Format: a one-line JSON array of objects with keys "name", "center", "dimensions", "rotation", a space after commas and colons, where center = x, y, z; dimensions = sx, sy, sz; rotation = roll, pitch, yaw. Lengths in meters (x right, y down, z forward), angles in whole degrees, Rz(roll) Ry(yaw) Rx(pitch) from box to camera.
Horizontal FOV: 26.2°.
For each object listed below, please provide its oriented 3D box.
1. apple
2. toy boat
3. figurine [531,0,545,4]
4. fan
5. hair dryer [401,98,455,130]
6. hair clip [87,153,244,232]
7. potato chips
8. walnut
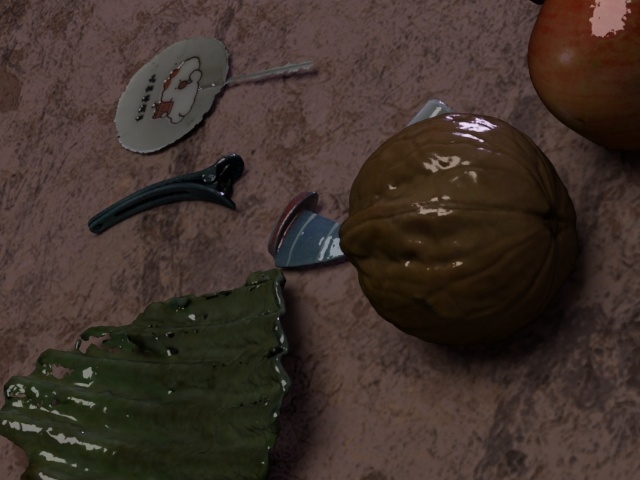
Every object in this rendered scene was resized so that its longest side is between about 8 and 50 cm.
[{"name": "apple", "center": [0.298, -0.188, 1.327], "dimensions": [0.164, 0.209, 0.209], "rotation": [16, 69, 34]}, {"name": "toy boat", "center": [0.000, 0.000, 1.511], "dimensions": [0.122, 0.034, 0.096], "rotation": [25, 80, 42]}, {"name": "figurine", "center": [0.365, -0.384, 1.398], "dimensions": [0.382, 0.261, 0.186], "rotation": [-39, 50, 37]}, {"name": "fan", "center": [-0.140, -0.199, 1.771], "dimensions": [0.329, 0.009, 0.190], "rotation": [-8, 53, 34]}, {"name": "hair dryer", "center": [0.140, -0.090, 1.475], "dimensions": [0.082, 0.047, 0.137], "rotation": [-48, 50, -6]}, {"name": "hair clip", "center": [-0.193, -0.049, 1.687], "dimensions": [0.229, 0.039, 0.070], "rotation": [-14, 51, 33]}, {"name": "potato chips", "center": [-0.181, 0.199, 1.447], "dimensions": [0.389, 0.097, 0.373], "rotation": [-22, 49, 22]}, {"name": "walnut", "center": [0.127, -0.009, 1.310], "dimensions": [0.228, 0.228, 0.228], "rotation": [-19, 50, 23]}]
